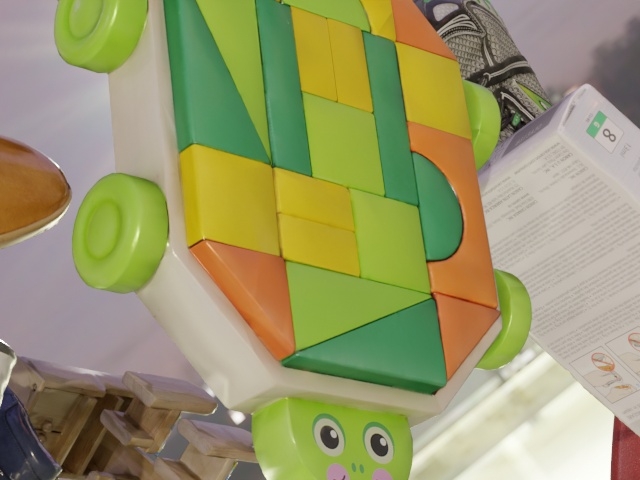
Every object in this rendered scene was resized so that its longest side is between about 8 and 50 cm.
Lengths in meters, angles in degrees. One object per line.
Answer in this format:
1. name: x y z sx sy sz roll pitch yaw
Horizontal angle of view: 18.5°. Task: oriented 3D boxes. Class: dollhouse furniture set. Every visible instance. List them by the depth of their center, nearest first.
1. dollhouse furniture set: -0.160 0.212 1.685 0.161 0.242 0.212 17 -74 -52

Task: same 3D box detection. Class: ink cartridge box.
1. ink cartridge box: 0.192 0.020 1.268 0.181 0.225 0.056 -37 16 54

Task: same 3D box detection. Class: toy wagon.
1. toy wagon: 0.000 0.000 0.989 0.267 0.344 0.068 14 -32 -39

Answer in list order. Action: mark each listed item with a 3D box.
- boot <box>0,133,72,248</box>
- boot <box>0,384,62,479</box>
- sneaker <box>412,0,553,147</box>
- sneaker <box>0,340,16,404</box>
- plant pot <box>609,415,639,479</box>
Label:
1. boot: -0.216 -0.103 0.956 0.295 0.104 0.211 -6 -67 -52
2. boot: -0.253 0.104 1.316 0.086 0.190 0.069 -34 -12 -4
3. sneaker: 0.147 -0.072 1.493 0.134 0.146 0.343 -48 -42 0
4. sneaker: -0.286 0.149 1.126 0.111 0.129 0.297 22 -39 -33
5. plant pot: 0.419 0.269 1.853 0.267 0.267 0.235 3 61 40
